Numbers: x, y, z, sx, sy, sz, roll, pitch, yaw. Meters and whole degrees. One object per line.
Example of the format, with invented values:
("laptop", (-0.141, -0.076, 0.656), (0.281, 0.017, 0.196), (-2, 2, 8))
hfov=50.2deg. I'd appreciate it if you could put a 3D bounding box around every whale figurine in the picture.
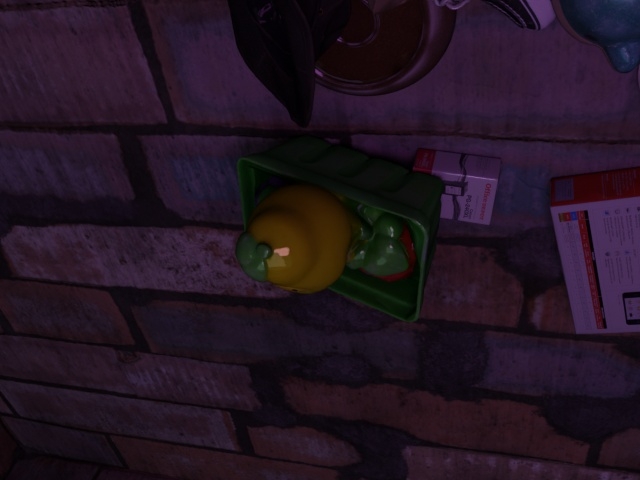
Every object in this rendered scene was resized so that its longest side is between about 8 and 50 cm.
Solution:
("whale figurine", (0.434, -0.317, 0.864), (0.272, 0.141, 0.216), (20, 97, -10))

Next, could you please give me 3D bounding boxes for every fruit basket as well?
("fruit basket", (0.000, 0.000, 1.151), (0.392, 0.392, 0.282), (9, 135, 11))

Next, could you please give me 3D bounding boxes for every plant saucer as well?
("plant saucer", (0.053, -0.351, 1.066), (0.311, 0.050, 0.310), (11, 135, 11))

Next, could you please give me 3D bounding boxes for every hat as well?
("hat", (-0.036, -0.336, 0.966), (0.134, 0.331, 0.331), (-28, 131, -14))

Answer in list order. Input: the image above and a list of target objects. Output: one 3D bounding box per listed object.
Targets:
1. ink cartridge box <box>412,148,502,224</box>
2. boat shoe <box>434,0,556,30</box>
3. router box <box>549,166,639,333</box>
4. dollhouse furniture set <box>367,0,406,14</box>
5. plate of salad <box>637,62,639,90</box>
("ink cartridge box", (0.242, -0.097, 1.229), (0.151, 0.063, 0.109), (9, 134, 12))
("boat shoe", (0.181, -0.372, 0.929), (0.306, 0.113, 0.105), (36, 103, -15))
("router box", (0.586, 0.024, 1.208), (0.301, 0.082, 0.335), (-6, 130, 24))
("dollhouse furniture set", (0.146, -0.385, 0.763), (0.242, 0.212, 0.160), (-21, 88, -2))
("plate of salad", (0.568, -0.244, 0.983), (0.200, 0.048, 0.199), (10, 135, 10))
